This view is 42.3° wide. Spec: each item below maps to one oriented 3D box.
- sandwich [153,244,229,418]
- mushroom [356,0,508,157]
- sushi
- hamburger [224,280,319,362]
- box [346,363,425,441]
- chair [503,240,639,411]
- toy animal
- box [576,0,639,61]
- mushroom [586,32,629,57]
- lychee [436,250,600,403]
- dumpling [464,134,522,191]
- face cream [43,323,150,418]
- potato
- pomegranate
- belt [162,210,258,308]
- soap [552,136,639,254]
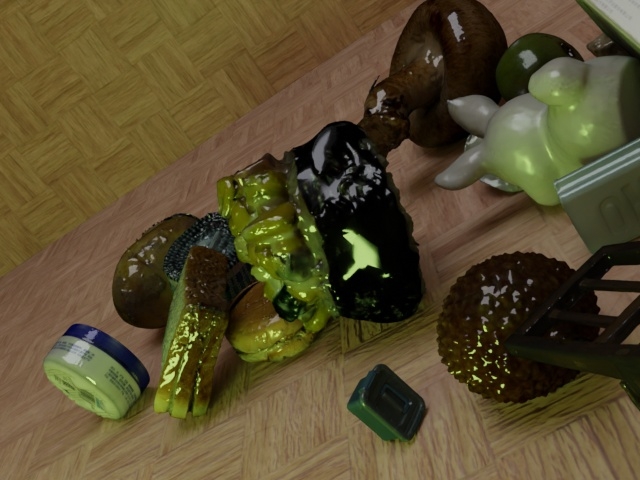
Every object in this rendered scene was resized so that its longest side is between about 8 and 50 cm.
[{"bbox_3d":[-0.242,0.173,1.563,0.288,0.100,0.254,-105,28,-65],"label":"sandwich"},{"bbox_3d":[0.220,-0.343,1.782,0.356,0.334,0.331,-12,-13,-4],"label":"mushroom"},{"bbox_3d":[0.000,0.000,1.370,0.285,0.328,0.328,-21,59,-2],"label":"sushi"},{"bbox_3d":[-0.082,0.144,1.549,0.214,0.108,0.213,-26,26,14],"label":"hamburger"},{"bbox_3d":[0.087,0.227,1.138,0.054,0.099,0.074,-34,17,50],"label":"box"},{"bbox_3d":[0.379,0.132,0.740,0.203,0.240,0.416,-42,4,-12],"label":"chair"},{"bbox_3d":[0.350,-0.178,1.334,0.368,0.241,0.196,-12,53,54],"label":"toy animal"},{"bbox_3d":[0.501,-0.298,1.239,0.065,0.200,0.343,-45,47,19],"label":"box"},{"bbox_3d":[0.551,-0.284,1.412,0.286,0.156,0.151,-34,31,34],"label":"mushroom"},{"bbox_3d":[0.244,0.106,1.023,0.200,0.200,0.238,-42,18,-12],"label":"lychee"},{"bbox_3d":[0.360,-0.160,1.505,0.181,0.111,0.155,-19,59,56],"label":"dumpling"},{"bbox_3d":[-0.466,0.276,1.711,0.206,0.206,0.111,-9,39,50],"label":"face cream"},{"bbox_3d":[-0.378,0.090,1.947,0.229,0.229,0.266,-22,29,33],"label":"potato"},{"bbox_3d":[0.410,-0.307,1.612,0.210,0.179,0.179,-28,23,22],"label":"pomegranate"},{"bbox_3d":[-0.220,0.061,1.831,0.207,0.160,0.295,-11,30,11],"label":"belt"},{"bbox_3d":[0.446,-0.073,1.166,0.198,0.119,0.066,-28,23,20],"label":"soap"}]
